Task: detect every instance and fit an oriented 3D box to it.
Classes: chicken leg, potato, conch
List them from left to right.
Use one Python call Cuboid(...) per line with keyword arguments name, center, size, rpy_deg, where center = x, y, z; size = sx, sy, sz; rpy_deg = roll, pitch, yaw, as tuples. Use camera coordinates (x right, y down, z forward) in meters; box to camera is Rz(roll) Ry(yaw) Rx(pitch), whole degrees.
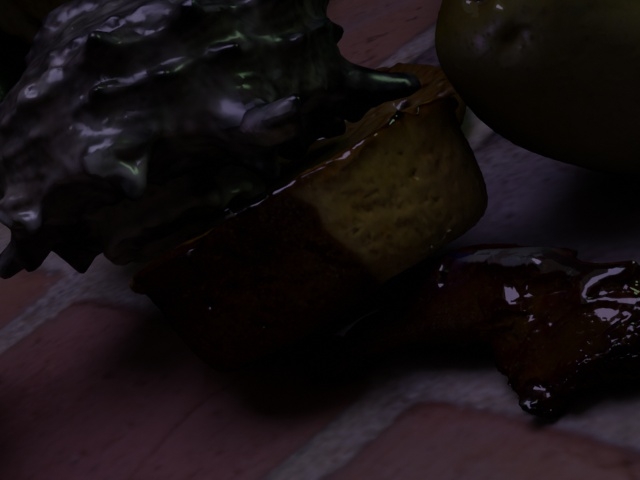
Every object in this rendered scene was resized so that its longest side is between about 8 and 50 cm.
Cuboid(name="conch", center=(-0.092, -0.067, 0.925), size=(0.240, 0.186, 0.313), rpy_deg=(-42, 22, -3))
Cuboid(name="chicken leg", center=(0.080, 0.036, 0.746), size=(0.205, 0.053, 0.093), rpy_deg=(-3, 48, 52))
Cuboid(name="potato", center=(0.143, -0.106, 0.809), size=(0.194, 0.157, 0.157), rpy_deg=(5, -1, -42))

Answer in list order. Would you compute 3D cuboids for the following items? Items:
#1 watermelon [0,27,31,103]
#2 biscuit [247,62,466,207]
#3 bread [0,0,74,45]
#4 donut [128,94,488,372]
Cuboid(name="watermelon", center=(-0.268, -0.114, 1.353), size=(0.129, 0.123, 0.301), rpy_deg=(-38, 13, 33))
Cuboid(name="biscuit", center=(0.005, -0.054, 1.026), size=(0.187, 0.027, 0.188), rpy_deg=(-22, 22, 10))
Cuboid(name="bread", center=(-0.127, -0.244, 1.336), size=(0.196, 0.238, 0.252), rpy_deg=(-48, 15, 38))
Cuboid(name="donut", center=(0.000, 0.000, 0.814), size=(0.184, 0.073, 0.166), rpy_deg=(-32, -3, -13))
